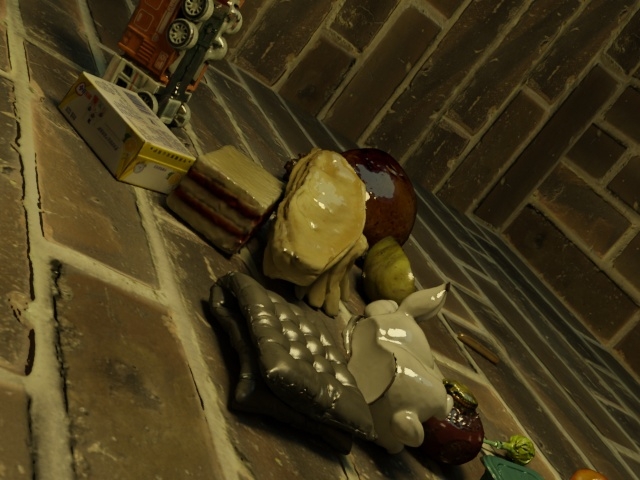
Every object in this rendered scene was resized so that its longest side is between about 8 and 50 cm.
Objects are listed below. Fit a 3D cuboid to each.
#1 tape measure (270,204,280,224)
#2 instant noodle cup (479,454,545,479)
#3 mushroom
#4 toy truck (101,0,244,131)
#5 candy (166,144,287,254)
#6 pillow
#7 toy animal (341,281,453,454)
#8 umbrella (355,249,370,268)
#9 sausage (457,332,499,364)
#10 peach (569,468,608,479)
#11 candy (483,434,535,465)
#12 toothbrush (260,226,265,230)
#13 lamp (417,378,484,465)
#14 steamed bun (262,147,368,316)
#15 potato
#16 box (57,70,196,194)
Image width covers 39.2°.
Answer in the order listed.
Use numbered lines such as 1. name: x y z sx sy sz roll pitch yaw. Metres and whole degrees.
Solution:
1. tape measure: -0.023 -0.029 2.131 0.199 0.112 0.186 38 12 -6
2. instant noodle cup: 0.352 0.464 1.569 0.179 0.070 0.157 28 18 -36
3. mushroom: 0.080 -0.106 2.474 0.331 0.356 0.334 -34 110 -78
4. toy truck: -0.358 -0.449 2.086 0.207 0.387 0.173 35 12 19
5. candy: -0.188 -0.093 1.879 0.179 0.135 0.321 37 12 -2
6. pillow: -0.053 0.183 1.421 0.228 0.101 0.326 33 16 -30
7. toy animal: 0.130 0.204 1.531 0.154 0.208 0.325 43 47 -32
8. umbrella: 0.126 0.050 2.347 0.235 0.059 0.066 31 40 -22
9. sausage: 0.420 0.286 2.390 0.132 0.024 0.024 36 14 -10
10. peach: 0.552 0.517 1.828 0.100 0.101 0.101 35 14 -10
11. candy: 0.354 0.411 1.810 0.194 0.058 0.062 19 53 -28
12. toothbrush: -0.206 -0.113 2.123 0.020 0.025 0.286 24 21 -51
13. lamp: 0.223 0.316 1.584 0.157 0.135 0.156 34 15 -22
14. steamed bun: 0.000 0.000 1.880 0.247 0.189 0.428 30 36 -11
15. potato: 0.153 0.097 2.144 0.111 0.160 0.272 -9 22 -6
16. box: -0.395 -0.218 1.836 0.265 0.097 0.168 45 16 29
